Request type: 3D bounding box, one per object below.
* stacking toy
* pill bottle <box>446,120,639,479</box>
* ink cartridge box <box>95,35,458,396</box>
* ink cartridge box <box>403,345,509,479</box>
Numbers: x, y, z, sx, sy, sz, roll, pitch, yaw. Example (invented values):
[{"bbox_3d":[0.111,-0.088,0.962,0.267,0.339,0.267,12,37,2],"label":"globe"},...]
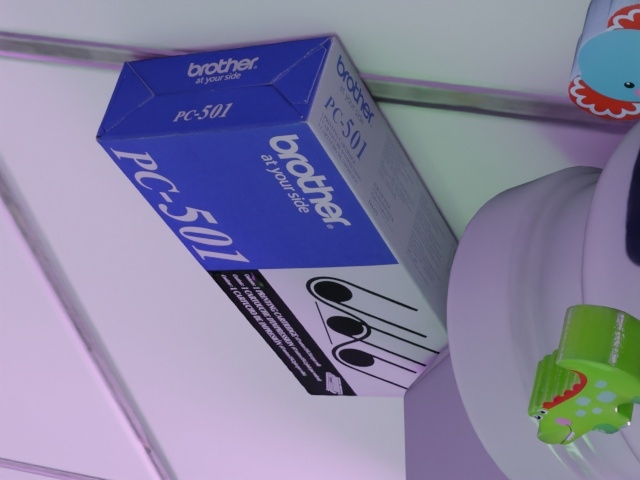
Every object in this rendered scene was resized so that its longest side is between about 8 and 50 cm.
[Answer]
[{"bbox_3d":[0.094,-0.065,0.334,0.052,0.167,0.221,18,150,-2],"label":"stacking toy"},{"bbox_3d":[0.178,0.013,0.434,0.265,0.153,0.153,-16,136,44],"label":"pill bottle"},{"bbox_3d":[0.000,0.000,0.609,0.097,0.046,0.207,-2,144,27],"label":"ink cartridge box"},{"bbox_3d":[0.153,0.136,0.597,0.219,0.160,0.092,18,140,-20],"label":"ink cartridge box"}]
